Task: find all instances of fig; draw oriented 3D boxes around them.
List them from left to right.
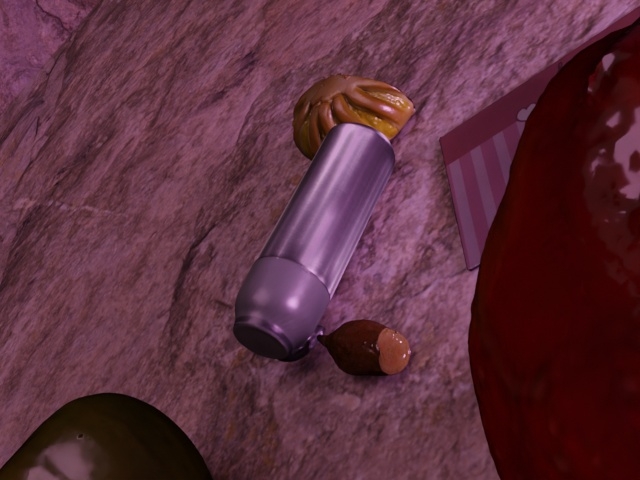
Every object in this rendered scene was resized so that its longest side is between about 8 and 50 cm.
[{"bbox_3d":[-0.168,0.242,0.762,0.225,0.203,0.203,32,79,19],"label":"fig"}]

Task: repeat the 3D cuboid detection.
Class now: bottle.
[{"bbox_3d":[0.000,0.000,0.893,0.079,0.096,0.253,-12,41,46],"label":"bottle"}]

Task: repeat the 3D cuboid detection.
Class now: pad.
[{"bbox_3d":[0.236,-0.113,0.800,0.300,0.005,0.202,-33,34,24],"label":"pad"}]

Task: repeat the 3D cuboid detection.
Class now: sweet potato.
[{"bbox_3d":[0.029,0.089,0.794,0.117,0.049,0.049,3,57,57],"label":"sweet potato"}]

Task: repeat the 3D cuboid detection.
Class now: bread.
[{"bbox_3d":[0.022,-0.124,1.020,0.157,0.083,0.094,12,77,54],"label":"bread"}]

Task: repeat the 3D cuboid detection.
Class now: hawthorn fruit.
[{"bbox_3d":[0.197,0.054,0.435,0.265,0.265,0.307,14,77,56],"label":"hawthorn fruit"}]
